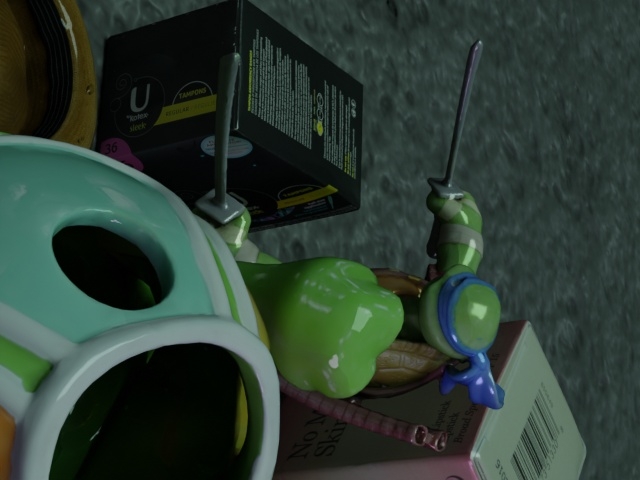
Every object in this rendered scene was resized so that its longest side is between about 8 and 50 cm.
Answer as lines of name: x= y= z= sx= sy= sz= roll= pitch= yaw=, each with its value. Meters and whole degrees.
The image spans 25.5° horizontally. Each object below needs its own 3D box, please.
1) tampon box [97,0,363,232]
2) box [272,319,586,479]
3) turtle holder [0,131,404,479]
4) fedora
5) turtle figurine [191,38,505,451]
tampon box: x=-0.060 y=-0.083 z=1.006 sx=0.161 sy=0.120 sz=0.102 roll=29 pitch=56 yaw=-52
box: x=0.048 y=0.160 z=0.998 sx=0.127 sy=0.232 sz=0.149 roll=63 pitch=35 yaw=-24
turtle holder: x=-0.121 y=0.080 z=0.676 sx=0.320 sy=0.227 sz=0.243 roll=27 pitch=79 yaw=-46
fedora: x=-0.208 y=-0.101 z=0.811 sx=0.194 sy=0.079 sz=0.194 roll=36 pitch=47 yaw=-53
turtle figurine: x=0.000 y=0.000 z=0.919 sx=0.198 sy=0.266 sz=0.275 roll=-41 pitch=103 yaw=-41
